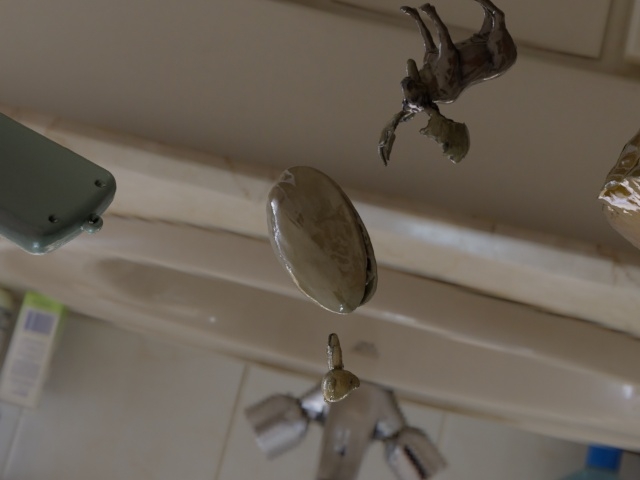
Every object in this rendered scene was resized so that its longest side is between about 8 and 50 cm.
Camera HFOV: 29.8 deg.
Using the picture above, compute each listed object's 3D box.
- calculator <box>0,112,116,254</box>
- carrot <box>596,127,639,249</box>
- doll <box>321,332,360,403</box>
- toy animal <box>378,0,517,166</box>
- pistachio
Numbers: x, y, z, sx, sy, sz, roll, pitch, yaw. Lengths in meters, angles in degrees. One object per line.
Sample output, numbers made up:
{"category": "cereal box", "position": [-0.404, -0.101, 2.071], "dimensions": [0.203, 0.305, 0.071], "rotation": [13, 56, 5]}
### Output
{"category": "calculator", "position": [-0.333, -0.068, 1.282], "dimensions": [0.246, 0.141, 0.045], "rotation": [27, 133, 15]}
{"category": "carrot", "position": [0.344, -0.076, 0.770], "dimensions": [0.241, 0.341, 0.241], "rotation": [36, 168, 8]}
{"category": "doll", "position": [0.015, 0.167, 1.576], "dimensions": [0.051, 0.093, 0.061], "rotation": [-15, 140, -19]}
{"category": "toy animal", "position": [0.149, -0.192, 1.422], "dimensions": [0.214, 0.186, 0.094], "rotation": [-21, -164, -22]}
{"category": "pistachio", "position": [0.000, 0.000, 1.704], "dimensions": [0.136, 0.226, 0.136], "rotation": [-28, 171, -5]}
